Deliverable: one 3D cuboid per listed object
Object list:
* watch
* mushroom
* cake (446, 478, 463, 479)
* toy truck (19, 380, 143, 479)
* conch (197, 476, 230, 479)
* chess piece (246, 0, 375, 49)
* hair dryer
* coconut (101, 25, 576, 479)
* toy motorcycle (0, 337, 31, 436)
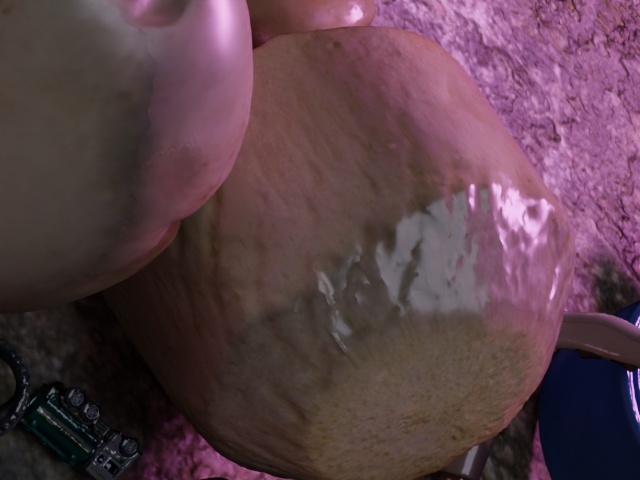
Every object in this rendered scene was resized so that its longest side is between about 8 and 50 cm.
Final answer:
[{"bbox_3d":[0.329,0.125,1.406,0.275,0.241,0.305,-11,70,-32],"label":"watch"},{"bbox_3d":[-0.204,-0.138,0.897,0.315,0.315,0.356,1,54,-43],"label":"mushroom"},{"bbox_3d":[0.096,0.249,1.152,0.260,0.179,0.156,52,43,-79],"label":"cake"},{"bbox_3d":[-0.160,0.127,1.057,0.083,0.039,0.044,47,71,-25],"label":"toy truck"},{"bbox_3d":[-0.044,0.227,1.044,0.187,0.181,0.124,53,37,-47],"label":"conch"},{"bbox_3d":[0.022,-0.093,1.229,0.139,0.124,0.307,-65,135,-68],"label":"chess piece"},{"bbox_3d":[0.182,0.118,1.297,0.219,0.225,0.088,-53,153,-3],"label":"hair dryer"},{"bbox_3d":[0.000,0.000,1.067,0.329,0.329,0.328,10,75,-42],"label":"coconut"},{"bbox_3d":[-0.275,0.117,0.880,0.150,0.102,0.221,38,79,8],"label":"toy motorcycle"}]
